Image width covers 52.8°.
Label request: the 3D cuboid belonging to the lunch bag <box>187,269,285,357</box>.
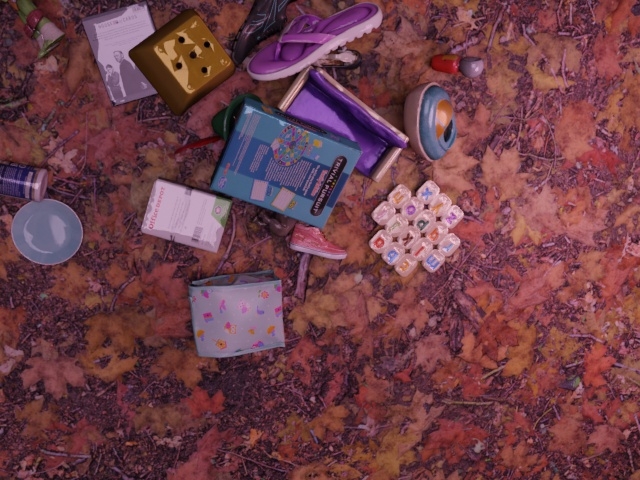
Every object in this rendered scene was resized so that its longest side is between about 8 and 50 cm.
[{"bbox_3d":[-0.247,0.213,1.875,0.263,0.160,0.223,-7,103,-15],"label":"lunch bag"}]

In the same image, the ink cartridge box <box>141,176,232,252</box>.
[{"bbox_3d":[-0.377,-0.074,1.823,0.220,0.092,0.160,17,97,-13],"label":"ink cartridge box"}]

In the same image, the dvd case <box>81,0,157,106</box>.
[{"bbox_3d":[-0.516,-0.503,1.743,0.180,0.029,0.238,-18,103,-6],"label":"dvd case"}]

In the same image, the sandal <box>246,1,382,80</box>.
[{"bbox_3d":[-0.028,-0.567,1.748,0.417,0.169,0.102,-31,133,-14],"label":"sandal"}]

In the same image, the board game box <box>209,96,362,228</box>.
[{"bbox_3d":[-0.096,-0.203,1.743,0.336,0.079,0.253,20,115,-17],"label":"board game box"}]

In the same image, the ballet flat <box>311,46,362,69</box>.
[{"bbox_3d":[0.022,-0.520,1.818,0.203,0.074,0.074,3,101,-11],"label":"ballet flat"}]

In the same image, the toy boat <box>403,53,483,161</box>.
[{"bbox_3d":[0.349,-0.394,1.832,0.148,0.267,0.318,15,77,28],"label":"toy boat"}]

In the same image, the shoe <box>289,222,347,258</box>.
[{"bbox_3d":[0.000,0.000,1.923,0.178,0.063,0.081,12,104,-8],"label":"shoe"}]

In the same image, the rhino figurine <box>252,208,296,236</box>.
[{"bbox_3d":[-0.084,-0.116,1.881,0.106,0.073,0.243,39,91,-11],"label":"rhino figurine"}]

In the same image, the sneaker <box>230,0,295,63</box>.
[{"bbox_3d":[-0.154,-0.592,1.756,0.106,0.101,0.267,29,95,-17],"label":"sneaker"}]

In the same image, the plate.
[{"bbox_3d":[-0.760,-0.025,1.799,0.188,0.024,0.188,-2,102,-9],"label":"plate"}]

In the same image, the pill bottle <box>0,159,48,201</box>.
[{"bbox_3d":[-0.827,-0.163,1.722,0.170,0.094,0.094,11,99,-13],"label":"pill bottle"}]

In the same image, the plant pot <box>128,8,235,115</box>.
[{"bbox_3d":[-0.347,-0.472,1.678,0.212,0.187,0.212,-40,109,-9],"label":"plant pot"}]

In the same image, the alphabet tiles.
[{"bbox_3d":[0.296,-0.037,1.993,0.284,0.021,0.278,42,91,-16],"label":"alphabet tiles"}]

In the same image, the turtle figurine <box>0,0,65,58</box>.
[{"bbox_3d":[-0.790,-0.568,1.598,0.198,0.274,0.266,-27,113,31],"label":"turtle figurine"}]

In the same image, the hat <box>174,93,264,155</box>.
[{"bbox_3d":[-0.283,-0.333,1.823,0.209,0.184,0.172,-28,125,-48],"label":"hat"}]

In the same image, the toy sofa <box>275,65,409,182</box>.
[{"bbox_3d":[0.060,-0.324,1.811,0.363,0.177,0.150,35,93,-16],"label":"toy sofa"}]
